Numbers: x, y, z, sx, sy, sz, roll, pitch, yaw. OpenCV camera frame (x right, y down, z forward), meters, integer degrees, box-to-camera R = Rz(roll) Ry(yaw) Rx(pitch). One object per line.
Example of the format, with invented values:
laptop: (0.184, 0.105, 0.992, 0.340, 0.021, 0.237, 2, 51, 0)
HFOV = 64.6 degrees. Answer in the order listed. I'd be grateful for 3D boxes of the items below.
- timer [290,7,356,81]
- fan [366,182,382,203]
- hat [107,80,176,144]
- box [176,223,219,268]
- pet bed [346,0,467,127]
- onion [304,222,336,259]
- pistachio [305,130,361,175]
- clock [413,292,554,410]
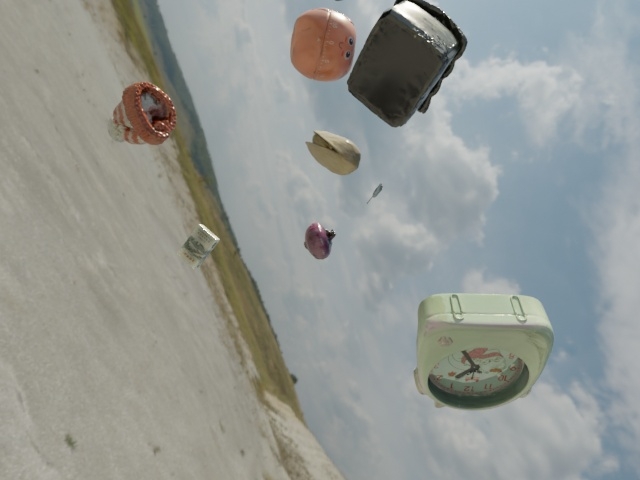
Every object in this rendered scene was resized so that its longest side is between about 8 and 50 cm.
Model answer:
timer: (0.012, -0.652, 1.695, 0.229, 0.214, 0.230, -174, -90, -78)
fan: (0.179, -0.152, 1.668, 0.004, 0.083, 0.056, 36, -7, 20)
hat: (-0.345, -0.218, 0.936, 0.162, 0.093, 0.112, -12, -77, 35)
box: (-0.263, 0.014, 1.089, 0.054, 0.083, 0.024, 39, 7, 8)
pet bed: (0.179, -0.375, 1.064, 0.183, 0.159, 0.211, 39, -41, 8)
onion: (0.000, 0.000, 1.551, 0.115, 0.104, 0.115, 63, 5, -10)
pistachio: (0.047, -0.309, 1.767, 0.223, 0.126, 0.152, 36, 3, 29)
clock: (0.329, 0.257, 1.095, 0.109, 0.264, 0.324, -87, 178, -51)
